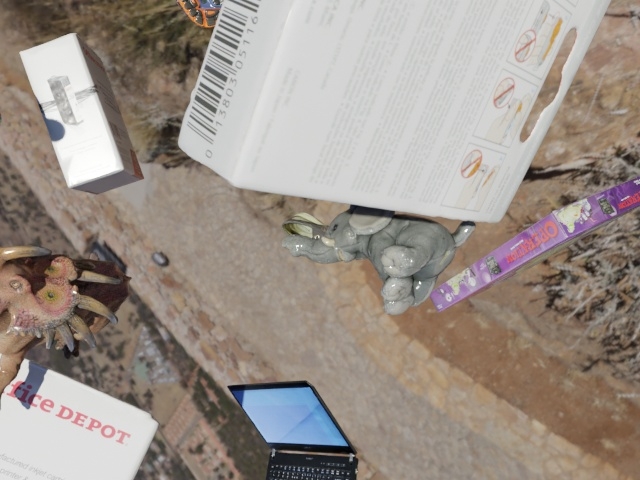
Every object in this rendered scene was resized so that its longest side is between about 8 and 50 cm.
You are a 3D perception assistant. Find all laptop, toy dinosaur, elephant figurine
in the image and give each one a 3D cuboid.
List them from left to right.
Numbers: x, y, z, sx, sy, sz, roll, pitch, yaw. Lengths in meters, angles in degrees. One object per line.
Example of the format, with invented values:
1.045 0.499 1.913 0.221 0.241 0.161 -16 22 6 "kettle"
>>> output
-0.264 0.060 0.651 0.200 0.295 0.127 -35 92 19 "toy dinosaur"
-0.065 0.385 1.057 0.234 0.136 0.264 -17 56 47 "laptop"
0.087 -0.007 1.037 0.239 0.186 0.169 41 128 35 "elephant figurine"

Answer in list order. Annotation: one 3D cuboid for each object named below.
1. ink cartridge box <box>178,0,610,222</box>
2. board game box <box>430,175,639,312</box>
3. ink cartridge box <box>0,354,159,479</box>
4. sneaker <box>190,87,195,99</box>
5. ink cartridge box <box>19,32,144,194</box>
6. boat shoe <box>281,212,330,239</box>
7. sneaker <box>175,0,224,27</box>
0.099 -0.179 0.546 0.091 0.385 0.308 36 112 39 "ink cartridge box"
0.348 0.016 1.045 0.056 0.208 0.347 67 152 15 "board game box"
-0.352 0.297 0.703 0.223 0.308 0.129 28 162 -10 "ink cartridge box"
-0.137 -0.298 1.345 0.101 0.268 0.153 66 -177 -60 "sneaker"
-0.467 -0.242 1.256 0.197 0.114 0.273 180 71 -86 "ink cartridge box"
0.000 -0.001 1.488 0.223 0.073 0.080 27 127 36 "boat shoe"
-0.224 -0.427 0.977 0.221 0.083 0.087 66 166 -9 "sneaker"
